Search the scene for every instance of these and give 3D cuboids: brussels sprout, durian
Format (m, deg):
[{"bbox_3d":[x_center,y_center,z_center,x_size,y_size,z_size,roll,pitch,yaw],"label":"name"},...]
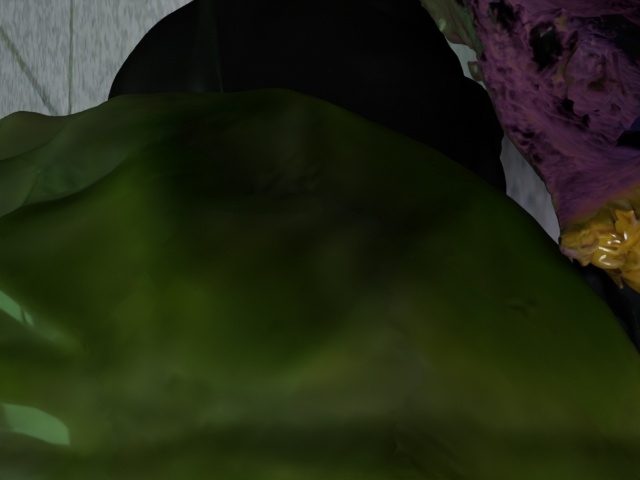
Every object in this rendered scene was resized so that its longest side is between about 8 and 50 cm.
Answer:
[{"bbox_3d":[-0.061,0.100,0.552,0.281,0.354,0.289,80,-158,-57],"label":"brussels sprout"},{"bbox_3d":[0.117,-0.059,0.642,0.186,0.153,0.260,78,174,-52],"label":"durian"}]

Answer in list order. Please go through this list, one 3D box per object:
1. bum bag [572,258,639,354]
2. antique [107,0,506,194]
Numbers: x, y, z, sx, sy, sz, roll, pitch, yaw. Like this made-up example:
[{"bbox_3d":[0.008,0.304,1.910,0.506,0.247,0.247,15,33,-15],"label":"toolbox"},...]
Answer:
[{"bbox_3d":[0.113,0.069,0.787,0.087,0.049,0.198,-107,22,-48],"label":"bum bag"},{"bbox_3d":[0.000,0.000,0.798,0.255,0.185,0.322,-89,-15,-59],"label":"antique"}]
